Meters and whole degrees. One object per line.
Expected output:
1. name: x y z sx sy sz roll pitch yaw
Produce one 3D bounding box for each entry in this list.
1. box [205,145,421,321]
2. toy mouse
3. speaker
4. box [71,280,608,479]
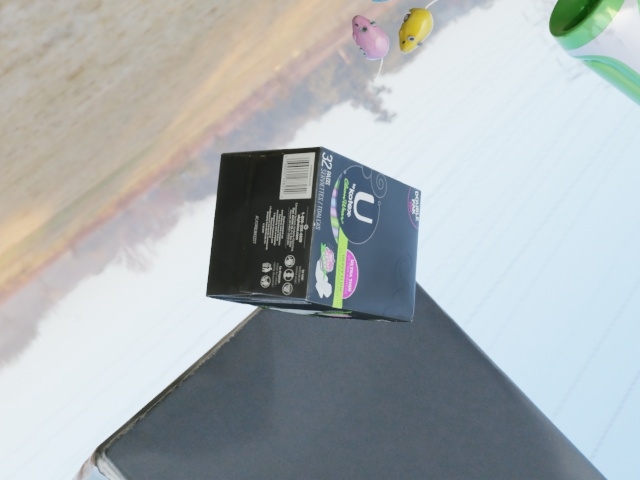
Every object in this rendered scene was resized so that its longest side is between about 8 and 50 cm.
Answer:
1. box: 0.000 0.000 0.410 0.052 0.062 0.083 0 170 34
2. toy mouse: 0.083 -0.290 1.246 0.161 0.143 0.031 -62 -152 -5
3. speaker: 0.437 -0.226 1.245 0.131 0.297 0.131 -47 -156 29
4. box: -0.011 0.220 0.672 0.212 0.293 0.395 -42 177 -31
